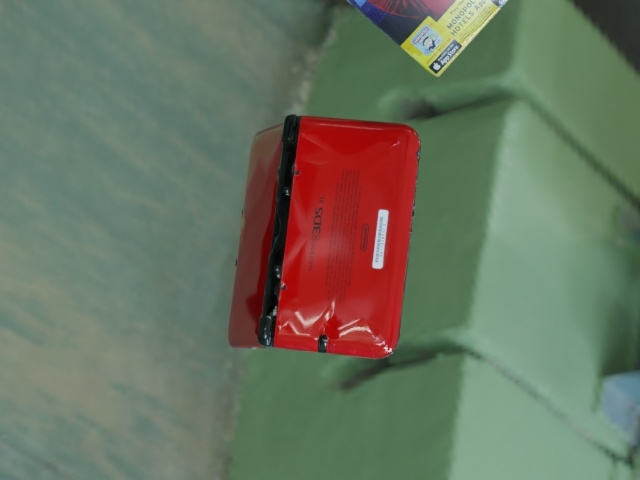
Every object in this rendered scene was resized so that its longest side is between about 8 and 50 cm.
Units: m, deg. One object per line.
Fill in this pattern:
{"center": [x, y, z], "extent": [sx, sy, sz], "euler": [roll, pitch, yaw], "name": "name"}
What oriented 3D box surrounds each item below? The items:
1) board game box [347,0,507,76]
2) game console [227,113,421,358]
{"center": [0.061, -0.233, 1.019], "extent": [0.194, 0.194, 0.060], "euler": [41, 13, -10], "name": "board game box"}
{"center": [0.000, 0.000, 1.087], "extent": [0.085, 0.124, 0.144], "euler": [35, 61, -78], "name": "game console"}
